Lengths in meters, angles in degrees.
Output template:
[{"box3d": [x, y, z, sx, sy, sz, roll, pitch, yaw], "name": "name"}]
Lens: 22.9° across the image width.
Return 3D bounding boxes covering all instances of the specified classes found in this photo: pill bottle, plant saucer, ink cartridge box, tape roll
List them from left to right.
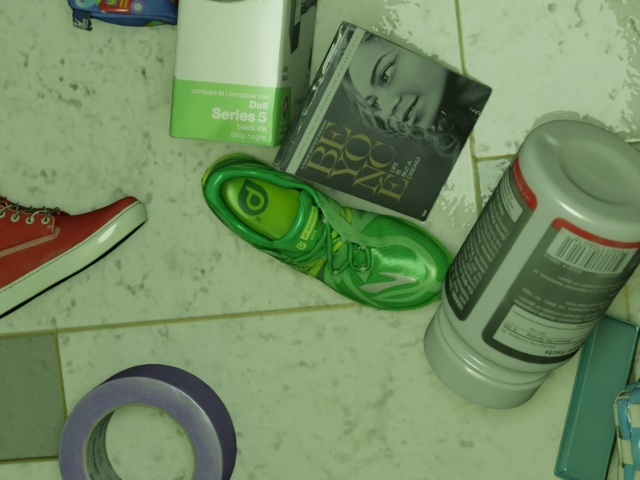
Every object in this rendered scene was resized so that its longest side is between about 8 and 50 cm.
[{"box3d": [-0.194, 0.238, 1.786, 0.189, 0.080, 0.189, 1, 97, 8], "name": "tape roll"}, {"box3d": [-0.073, -0.241, 1.653, 0.115, 0.198, 0.272, 7, 98, 8], "name": "ink cartridge box"}, {"box3d": [0.221, 0.031, 1.612, 0.161, 0.161, 0.283, 31, 129, 4], "name": "pill bottle"}, {"box3d": [0.303, 0.175, 1.719, 0.067, 0.018, 0.192, 20, 101, 46], "name": "plant saucer"}]

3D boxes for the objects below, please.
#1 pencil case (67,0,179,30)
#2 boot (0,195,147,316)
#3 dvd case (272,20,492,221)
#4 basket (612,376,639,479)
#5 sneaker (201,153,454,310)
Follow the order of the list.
[{"box3d": [-0.210, -0.377, 1.701, 0.133, 0.119, 0.306, 5, 97, 17], "name": "pencil case"}, {"box3d": [-0.328, -0.031, 1.776, 0.244, 0.088, 0.176, -28, 90, 14], "name": "boot"}, {"box3d": [0.069, -0.120, 1.659, 0.018, 0.221, 0.164, 38, 105, 48], "name": "dvd case"}, {"box3d": [0.452, 0.246, 1.625, 0.289, 0.201, 0.254, -2, 95, 19], "name": "basket"}, {"box3d": [0.000, 0.000, 1.707, 0.295, 0.123, 0.109, 23, 99, 5], "name": "sneaker"}]
